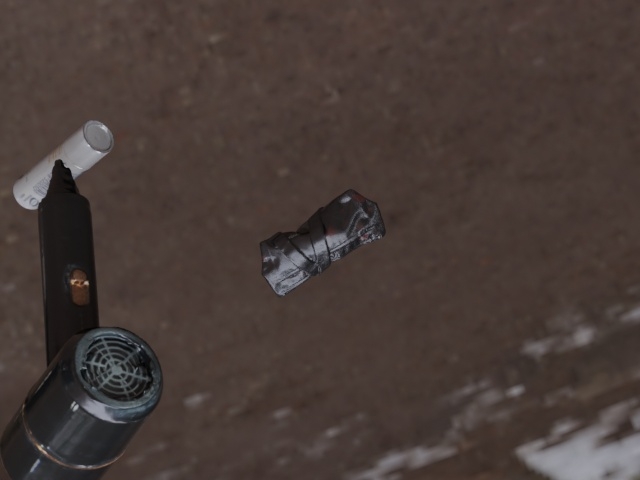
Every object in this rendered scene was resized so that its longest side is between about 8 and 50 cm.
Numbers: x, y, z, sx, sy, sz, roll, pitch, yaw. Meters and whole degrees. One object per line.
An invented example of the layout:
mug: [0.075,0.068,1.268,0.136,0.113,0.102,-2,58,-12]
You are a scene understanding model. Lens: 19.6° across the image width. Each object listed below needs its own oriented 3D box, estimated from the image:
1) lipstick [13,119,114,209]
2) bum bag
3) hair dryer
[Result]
lipstick: [-0.272,-0.077,1.944,0.040,0.040,0.141,2,153,-44]
bum bag: [0.000,0.000,1.694,0.124,0.058,0.034,-33,-170,-8]
hair dryer: [-0.237,0.054,1.779,0.107,0.352,0.189,8,145,-26]
